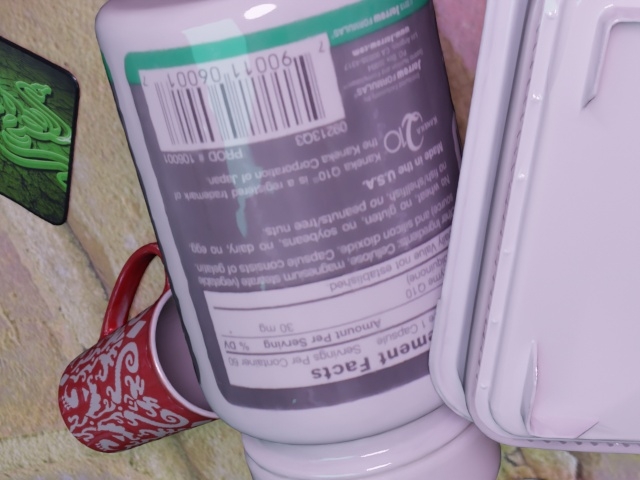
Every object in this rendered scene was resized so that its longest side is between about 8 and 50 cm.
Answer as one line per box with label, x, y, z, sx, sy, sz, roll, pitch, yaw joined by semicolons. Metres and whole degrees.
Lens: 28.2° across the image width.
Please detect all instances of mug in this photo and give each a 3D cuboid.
mug;-0.131;0.095;1.045;0.113;0.150;0.169;27;143;-28

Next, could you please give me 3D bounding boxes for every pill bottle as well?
pill bottle;0.000;0.000;0.819;0.204;0.204;0.361;1;115;34

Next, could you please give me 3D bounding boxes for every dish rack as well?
dish rack;0.215;-0.009;0.668;0.285;0.072;0.333;4;120;-3

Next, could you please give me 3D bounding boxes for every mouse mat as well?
mouse mat;-0.283;-0.110;1.082;0.189;0.007;0.153;27;127;19

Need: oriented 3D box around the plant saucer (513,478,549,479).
plant saucer;0.174;0.222;0.942;0.119;0.021;0.119;17;123;27
